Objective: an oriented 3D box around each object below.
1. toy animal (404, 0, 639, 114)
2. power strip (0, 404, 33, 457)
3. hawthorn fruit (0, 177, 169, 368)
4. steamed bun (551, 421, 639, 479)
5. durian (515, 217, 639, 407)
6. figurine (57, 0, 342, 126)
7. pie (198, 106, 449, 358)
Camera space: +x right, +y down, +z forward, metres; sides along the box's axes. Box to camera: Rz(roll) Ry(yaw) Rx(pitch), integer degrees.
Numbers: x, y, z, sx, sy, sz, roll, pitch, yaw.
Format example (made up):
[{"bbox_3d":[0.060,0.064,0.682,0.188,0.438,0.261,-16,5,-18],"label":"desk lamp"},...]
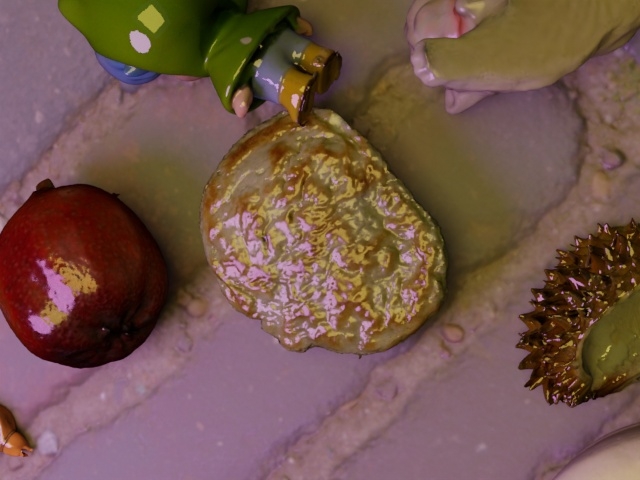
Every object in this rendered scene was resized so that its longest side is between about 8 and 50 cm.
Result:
[{"bbox_3d":[0.192,-0.260,1.681,0.266,0.188,0.308,-4,74,-4],"label":"toy animal"},{"bbox_3d":[-0.363,0.170,1.888,0.178,0.028,0.049,28,97,13],"label":"power strip"},{"bbox_3d":[-0.234,0.026,1.785,0.169,0.169,0.188,-42,60,12],"label":"hawthorn fruit"},{"bbox_3d":[0.290,0.242,1.639,0.241,0.146,0.164,-25,86,16],"label":"steamed bun"},{"bbox_3d":[0.279,0.058,1.669,0.252,0.144,0.139,-41,102,7],"label":"durian"},{"bbox_3d":[-0.109,-0.197,1.750,0.263,0.143,0.162,27,62,17],"label":"figurine"},{"bbox_3d":[0.000,0.000,1.752,0.201,0.090,0.248,-41,82,14],"label":"pie"}]
